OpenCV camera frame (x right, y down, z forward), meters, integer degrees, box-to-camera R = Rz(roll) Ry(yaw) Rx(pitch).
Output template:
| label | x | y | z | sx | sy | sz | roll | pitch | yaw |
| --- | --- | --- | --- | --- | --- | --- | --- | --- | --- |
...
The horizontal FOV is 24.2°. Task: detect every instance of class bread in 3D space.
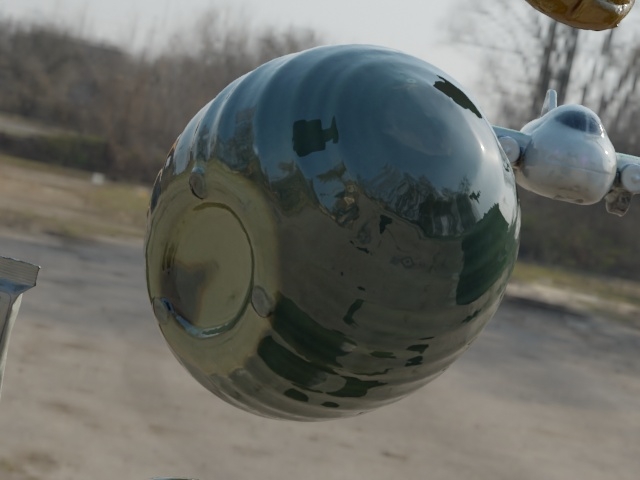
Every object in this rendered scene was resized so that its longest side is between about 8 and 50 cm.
| label | x | y | z | sx | sy | sz | roll | pitch | yaw |
| --- | --- | --- | --- | --- | --- | --- | --- | --- | --- |
| bread | 0.148 | -0.152 | 0.870 | 0.081 | 0.046 | 0.083 | 15 | 21 | -25 |

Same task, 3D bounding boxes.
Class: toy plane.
| label | x | y | z | sx | sy | sz | roll | pitch | yaw |
| --- | --- | --- | --- | --- | --- | --- | --- | --- | --- |
| toy plane | 0.183 | -0.069 | 1.141 | 0.174 | 0.080 | 0.174 | 13 | 10 | -2 |

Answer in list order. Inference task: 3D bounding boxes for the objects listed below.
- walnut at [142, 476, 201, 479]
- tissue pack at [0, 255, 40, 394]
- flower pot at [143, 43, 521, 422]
| label | x | y | z | sx | sy | sz | roll | pitch | yaw |
| --- | --- | --- | --- | --- | --- | --- | --- | --- | --- |
| walnut | -0.064 | 0.193 | 0.705 | 0.180 | 0.144 | 0.144 | 47 | -4 | -10 |
| tissue pack | -0.267 | 0.072 | 1.002 | 0.123 | 0.193 | 0.026 | 17 | 38 | -7 |
| flower pot | 0.000 | 0.000 | 0.796 | 0.157 | 0.189 | 0.243 | -14 | -19 | -35 |
